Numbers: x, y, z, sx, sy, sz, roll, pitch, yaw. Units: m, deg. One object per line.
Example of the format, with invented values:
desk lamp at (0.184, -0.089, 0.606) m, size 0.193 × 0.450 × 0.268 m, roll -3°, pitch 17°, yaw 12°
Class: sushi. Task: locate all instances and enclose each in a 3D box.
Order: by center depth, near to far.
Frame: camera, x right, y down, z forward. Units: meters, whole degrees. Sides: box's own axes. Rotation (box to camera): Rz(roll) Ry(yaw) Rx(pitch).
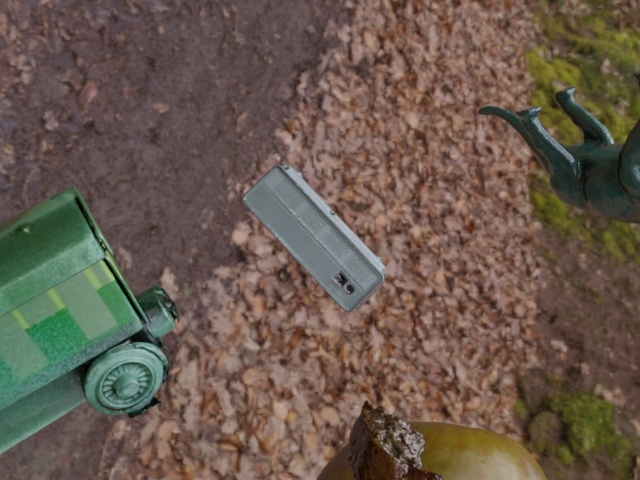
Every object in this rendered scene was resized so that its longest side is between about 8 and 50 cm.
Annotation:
sushi at (0.045, 0.145, 0.502) m, size 0.055 × 0.052 × 0.120 m, roll -59°, pitch 180°, yaw -3°

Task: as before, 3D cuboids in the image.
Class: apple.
apple at (0.112, 0.299, 0.730) m, size 0.264 × 0.264 × 0.265 m, roll 6°, pitch 83°, yaw -63°

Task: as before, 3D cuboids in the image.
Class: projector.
projector at (0.000, 0.000, 0.716) m, size 0.147 × 0.061 × 0.115 m, roll 47°, pitch -2°, yaw 7°

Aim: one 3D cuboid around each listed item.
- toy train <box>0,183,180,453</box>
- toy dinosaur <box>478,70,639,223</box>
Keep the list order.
toy train at (-0.274, 0.099, 0.617) m, size 0.300 × 0.120 × 0.202 m, roll -31°, pitch 127°, yaw -13°
toy dinosaur at (0.367, -0.028, 0.898) m, size 0.129 × 0.383 × 0.331 m, roll -25°, pitch 104°, yaw -23°
